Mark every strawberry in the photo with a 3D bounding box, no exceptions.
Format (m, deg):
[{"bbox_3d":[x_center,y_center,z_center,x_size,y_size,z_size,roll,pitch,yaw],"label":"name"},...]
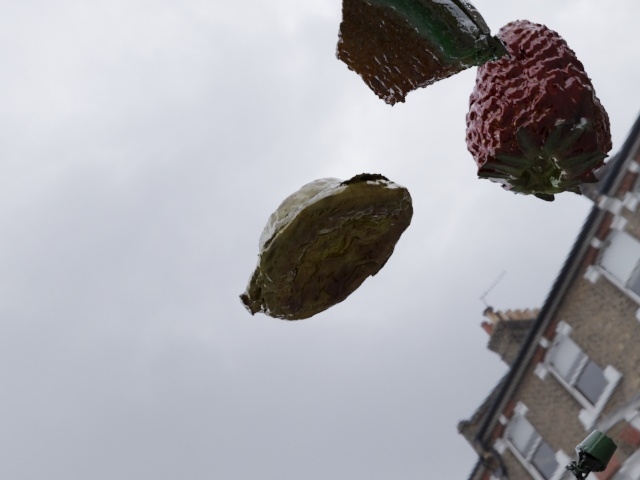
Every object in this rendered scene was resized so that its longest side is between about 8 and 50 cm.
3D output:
[{"bbox_3d":[0.431,-0.257,1.430,0.292,0.343,0.292,7,-30,4],"label":"strawberry"}]

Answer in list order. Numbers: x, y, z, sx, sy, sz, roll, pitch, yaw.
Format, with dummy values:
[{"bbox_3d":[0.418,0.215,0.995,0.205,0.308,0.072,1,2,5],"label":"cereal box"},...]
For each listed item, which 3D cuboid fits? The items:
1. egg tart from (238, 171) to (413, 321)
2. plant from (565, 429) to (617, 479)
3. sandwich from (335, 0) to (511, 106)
[{"bbox_3d":[0.003,-0.003,1.225,0.341,0.129,0.341,-30,-26,-16],"label":"egg tart"},{"bbox_3d":[0.398,0.335,1.077,0.102,0.051,0.051,-45,-47,-16],"label":"plant"},{"bbox_3d":[0.123,-0.331,1.121,0.212,0.292,0.109,-39,-4,40],"label":"sandwich"}]
